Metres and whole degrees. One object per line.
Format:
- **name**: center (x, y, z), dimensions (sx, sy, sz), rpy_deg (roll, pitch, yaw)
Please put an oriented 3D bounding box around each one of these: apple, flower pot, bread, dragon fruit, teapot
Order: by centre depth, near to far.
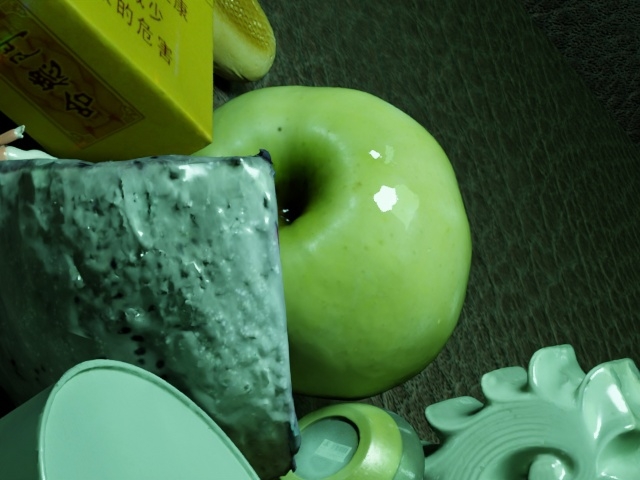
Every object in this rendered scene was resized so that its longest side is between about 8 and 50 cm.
- **dragon fruit**: center (-0.126, 0.048, 1.083), dimensions (0.283, 0.204, 0.221), rpy_deg (-140, -136, -84)
- **teapot**: center (0.016, 0.189, 1.309), dimensions (0.165, 0.130, 0.119), rpy_deg (33, -20, 48)
- **apple**: center (0.000, 0.000, 1.342), dimensions (0.262, 0.262, 0.262), rpy_deg (46, 23, -26)
- **flower pot**: center (0.216, 0.284, 1.408), dimensions (0.367, 0.254, 0.164), rpy_deg (62, 21, 10)
- **bread**: center (-0.117, -0.231, 1.667), dimensions (0.189, 0.077, 0.114), rpy_deg (43, 44, -35)

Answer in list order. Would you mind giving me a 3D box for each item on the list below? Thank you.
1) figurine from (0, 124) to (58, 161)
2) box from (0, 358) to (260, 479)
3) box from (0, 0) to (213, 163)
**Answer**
- **figurine**: center (-0.235, -0.062, 1.174), dimensions (0.109, 0.064, 0.047), rpy_deg (19, 31, -35)
- **box**: center (-0.126, 0.198, 0.904), dimensions (0.226, 0.149, 0.226), rpy_deg (46, 23, -26)
- **box**: center (-0.195, -0.270, 1.274), dimensions (0.264, 0.116, 0.415), rpy_deg (42, 32, -41)
